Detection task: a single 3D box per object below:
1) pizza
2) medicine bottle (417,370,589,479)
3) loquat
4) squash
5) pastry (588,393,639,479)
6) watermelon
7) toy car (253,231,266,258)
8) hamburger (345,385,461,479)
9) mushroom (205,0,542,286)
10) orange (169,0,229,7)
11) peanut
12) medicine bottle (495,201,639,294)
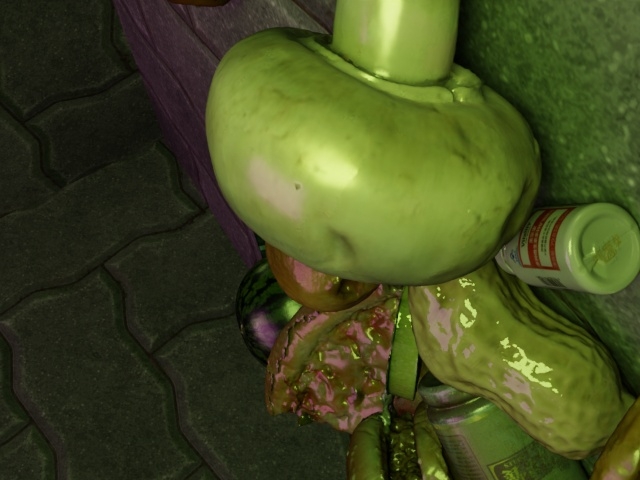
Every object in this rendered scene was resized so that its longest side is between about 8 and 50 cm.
[{"bbox_3d":[0.044,0.252,1.331,0.392,0.080,0.435,-14,109,30],"label":"pizza"},{"bbox_3d":[0.266,0.305,0.960,0.322,0.151,0.151,61,167,-2],"label":"medicine bottle"},{"bbox_3d":[0.015,-0.005,1.111,0.238,0.193,0.238,-170,90,-73],"label":"loquat"},{"bbox_3d":[0.138,0.117,1.024,0.041,0.219,0.219,11,148,13],"label":"squash"},{"bbox_3d":[0.280,0.166,0.464,0.132,0.235,0.240,33,145,41],"label":"pastry"},{"bbox_3d":[-0.041,0.150,1.525,0.285,0.285,0.285,56,166,21],"label":"watermelon"},{"bbox_3d":[-0.079,-0.022,1.633,0.306,0.136,0.125,76,-179,-46],"label":"toy car"},{"bbox_3d":[0.185,0.387,1.143,0.318,0.195,0.277,53,-159,-25],"label":"hamburger"},{"bbox_3d":[0.029,-0.117,0.659,0.356,0.315,0.315,61,167,2],"label":"mushroom"},{"bbox_3d":[-0.205,-0.451,1.174,0.156,0.157,0.134,37,112,60],"label":"orange"},{"bbox_3d":[0.196,0.111,0.775,0.291,0.143,0.159,45,137,12],"label":"peanut"},{"bbox_3d":[0.221,0.006,0.660,0.079,0.079,0.140,63,167,-8],"label":"medicine bottle"}]
